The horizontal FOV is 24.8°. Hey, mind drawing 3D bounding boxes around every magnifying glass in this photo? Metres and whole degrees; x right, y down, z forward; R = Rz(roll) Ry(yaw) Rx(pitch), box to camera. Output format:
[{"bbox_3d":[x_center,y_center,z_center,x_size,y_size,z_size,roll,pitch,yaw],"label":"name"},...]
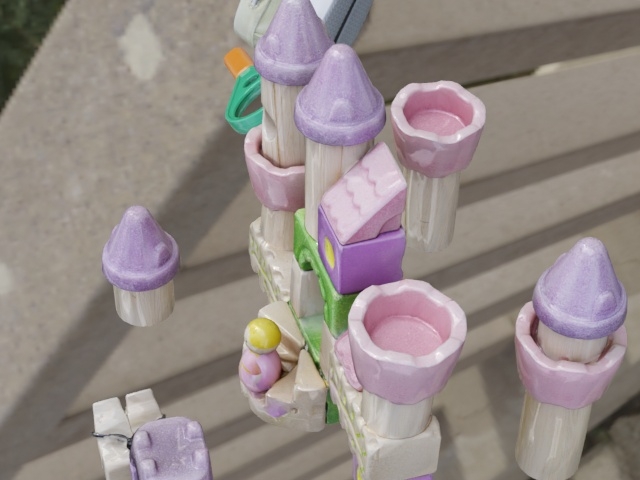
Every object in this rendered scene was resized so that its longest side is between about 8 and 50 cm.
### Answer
[{"bbox_3d":[-0.075,-0.175,1.620,0.092,0.231,0.026,-39,116,3],"label":"magnifying glass"}]

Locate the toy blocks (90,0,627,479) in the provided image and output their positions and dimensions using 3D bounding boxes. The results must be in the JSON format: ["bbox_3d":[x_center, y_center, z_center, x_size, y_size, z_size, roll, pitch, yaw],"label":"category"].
[{"bbox_3d":[0.000,0.000,0.880,0.260,0.308,0.289,92,160,-44],"label":"toy blocks"}]

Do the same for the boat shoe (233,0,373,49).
[{"bbox_3d":[0.024,-0.281,1.205,0.094,0.109,0.302,29,91,19],"label":"boat shoe"}]
